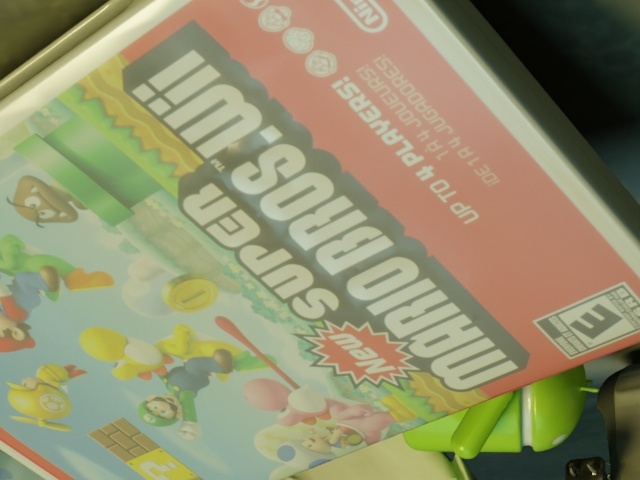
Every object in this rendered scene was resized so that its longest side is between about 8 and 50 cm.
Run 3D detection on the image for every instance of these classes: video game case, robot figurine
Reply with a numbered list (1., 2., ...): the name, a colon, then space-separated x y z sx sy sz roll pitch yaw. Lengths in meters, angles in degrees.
1. video game case: -0.041 0.014 0.440 0.285 0.025 0.204 -27 125 32
2. robot figurine: 0.080 0.073 0.609 0.115 0.067 0.101 -1 -179 10

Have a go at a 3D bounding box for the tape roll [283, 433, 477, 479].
1. tape roll: -0.033 0.212 0.670 0.286 0.286 0.100 -5 152 18

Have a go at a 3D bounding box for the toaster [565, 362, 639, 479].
1. toaster: 0.246 0.121 0.623 0.146 0.129 0.227 -23 141 37

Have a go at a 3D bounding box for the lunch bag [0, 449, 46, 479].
1. lunch bag: -0.211 0.136 0.562 0.090 0.176 0.219 30 177 39
